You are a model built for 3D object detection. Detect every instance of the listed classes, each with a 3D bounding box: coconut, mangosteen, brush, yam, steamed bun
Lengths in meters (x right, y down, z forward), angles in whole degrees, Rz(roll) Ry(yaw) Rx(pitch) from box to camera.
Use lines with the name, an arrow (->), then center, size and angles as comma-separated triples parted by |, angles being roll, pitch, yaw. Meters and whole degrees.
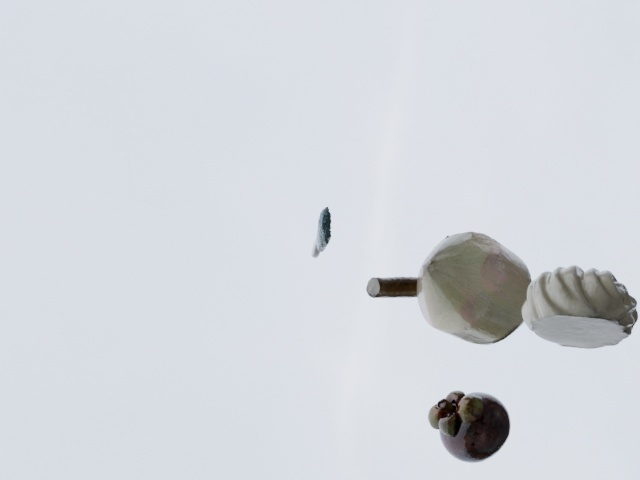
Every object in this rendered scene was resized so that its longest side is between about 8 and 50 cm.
coconut -> 0.289, 0.086, 1.641 | 0.234, 0.224, 0.224 | 36, -107, -28
mangosteen -> 0.350, 0.432, 2.012 | 0.200, 0.200, 0.199 | -8, -78, -40
brush -> 0.000, 0.000, 1.572 | 0.021, 0.196, 0.070 | 2, -109, -5
yam -> 0.208, 0.098, 1.768 | 0.264, 0.046, 0.046 | 2, -85, -36
steamed bun -> 0.413, 0.100, 1.343 | 0.183, 0.183, 0.106 | 30, -123, -40
